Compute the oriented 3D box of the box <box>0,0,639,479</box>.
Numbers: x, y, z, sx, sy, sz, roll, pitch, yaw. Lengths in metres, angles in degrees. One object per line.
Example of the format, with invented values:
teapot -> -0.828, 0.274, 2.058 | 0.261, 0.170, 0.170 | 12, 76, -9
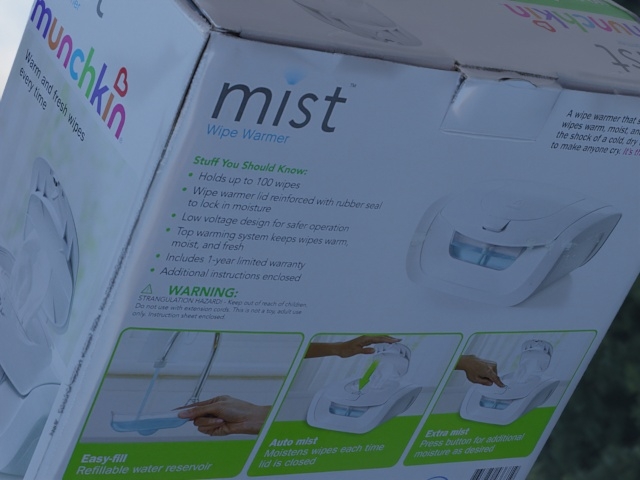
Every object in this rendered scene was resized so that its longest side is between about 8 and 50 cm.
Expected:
box -> 0.000, 0.000, 0.664 | 0.262, 0.231, 0.127 | 2, -148, -37
